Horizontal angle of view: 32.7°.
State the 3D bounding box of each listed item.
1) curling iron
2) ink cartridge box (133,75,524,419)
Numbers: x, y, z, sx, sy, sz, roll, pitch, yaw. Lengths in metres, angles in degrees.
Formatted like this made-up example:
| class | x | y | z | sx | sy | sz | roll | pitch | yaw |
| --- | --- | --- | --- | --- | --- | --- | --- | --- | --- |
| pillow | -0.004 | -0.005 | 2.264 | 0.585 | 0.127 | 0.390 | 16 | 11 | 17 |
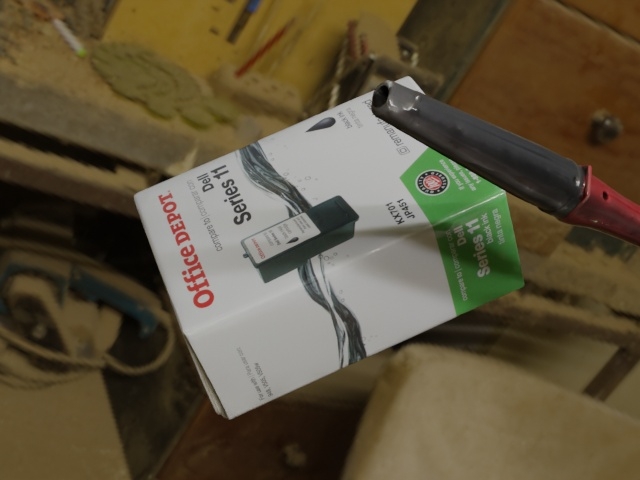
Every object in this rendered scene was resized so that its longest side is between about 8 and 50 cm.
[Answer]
| class | x | y | z | sx | sy | sz | roll | pitch | yaw |
| --- | --- | --- | --- | --- | --- | --- | --- | --- | --- |
| curling iron | 0.134 | -0.015 | 0.552 | 0.274 | 0.035 | 0.068 | 29 | 34 | -31 |
| ink cartridge box | 0.000 | 0.000 | 0.700 | 0.153 | 0.208 | 0.087 | -120 | -172 | -48 |
